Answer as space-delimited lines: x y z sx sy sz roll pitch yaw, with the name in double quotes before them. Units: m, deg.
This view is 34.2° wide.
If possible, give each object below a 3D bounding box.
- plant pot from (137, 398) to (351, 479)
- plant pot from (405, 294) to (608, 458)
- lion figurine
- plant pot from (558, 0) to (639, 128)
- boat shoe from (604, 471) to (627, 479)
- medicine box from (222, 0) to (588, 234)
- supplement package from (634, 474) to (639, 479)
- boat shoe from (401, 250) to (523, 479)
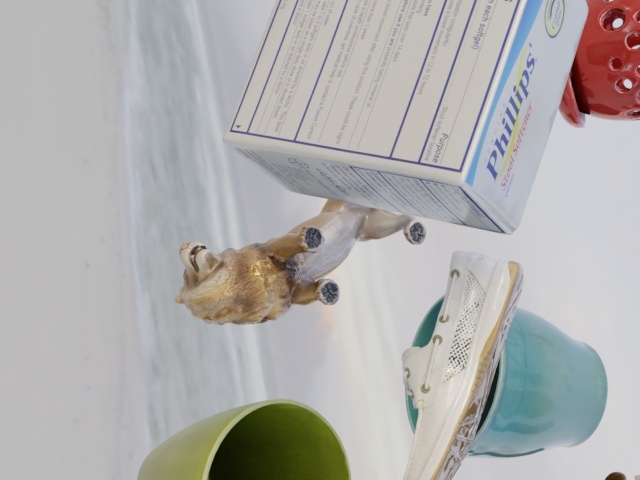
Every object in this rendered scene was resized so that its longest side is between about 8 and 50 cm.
"plant pot" -0.150 0.379 1.592 0.293 0.275 0.275 -9 -88 49
"plant pot" 0.317 0.236 1.706 0.271 0.255 0.272 -41 -138 52
"lion figurine" 0.000 0.000 1.433 0.240 0.392 0.142 -13 -79 58
"plant pot" 0.392 -0.249 1.382 0.191 0.174 0.191 -10 90 -71
"boat shoe" 0.439 0.423 1.604 0.045 0.135 0.050 48 -17 -26
"medicine box" 0.087 -0.172 1.067 0.149 0.289 0.263 36 71 -56
"supplement package" 0.563 0.433 1.461 0.134 0.139 0.244 -26 -108 46
"boat shoe" 0.133 0.143 1.121 0.277 0.096 0.098 -68 159 -10
